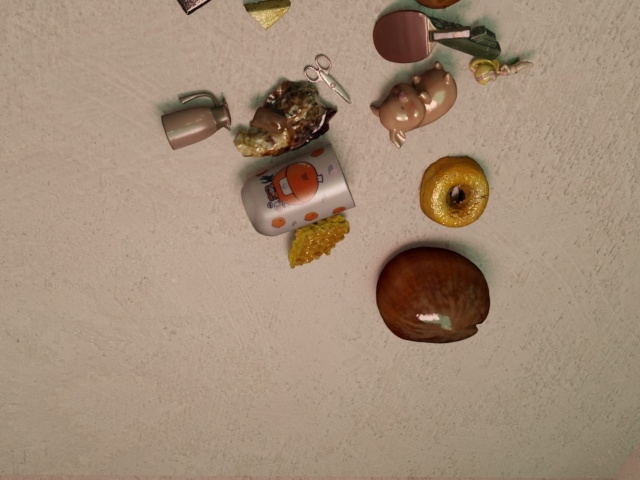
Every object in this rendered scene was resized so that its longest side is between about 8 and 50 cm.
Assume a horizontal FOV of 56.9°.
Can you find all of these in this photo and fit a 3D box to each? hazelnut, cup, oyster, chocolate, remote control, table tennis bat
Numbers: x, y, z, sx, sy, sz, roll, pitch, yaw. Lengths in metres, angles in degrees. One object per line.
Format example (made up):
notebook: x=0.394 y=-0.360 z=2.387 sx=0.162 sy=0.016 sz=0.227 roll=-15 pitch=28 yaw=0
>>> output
hazelnut: x=0.402 y=0.214 z=2.119 sx=0.410 sy=0.359 sz=0.359 roll=7 pitch=123 yaw=-5
cup: x=-0.074 y=-0.145 z=1.844 sx=0.318 sy=0.212 sz=0.212 roll=-22 pitch=125 yaw=6
oyster: x=-0.098 y=-0.349 z=1.768 sx=0.276 sy=0.100 sz=0.270 roll=16 pitch=105 yaw=-15
chocolate: x=-0.149 y=-0.345 z=1.708 sx=0.101 sy=0.031 sz=0.064 roll=25 pitch=101 yaw=6
remote control: x=-0.267 y=-0.680 z=1.552 sx=0.245 sy=0.025 sz=0.063 roll=-29 pitch=128 yaw=10
table tennis bat: x=0.283 y=-0.577 z=1.667 sx=0.275 sy=0.021 sz=0.154 roll=2 pitch=131 yaw=18

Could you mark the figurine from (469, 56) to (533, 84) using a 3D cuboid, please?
figurine: x=0.545 y=-0.524 z=1.789 sx=0.188 sy=0.083 sz=0.083 roll=-10 pitch=126 yaw=4

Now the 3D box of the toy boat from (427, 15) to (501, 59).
toy boat: x=0.407 y=-0.595 z=1.703 sx=0.261 sy=0.078 sz=0.085 roll=14 pitch=140 yaw=-16

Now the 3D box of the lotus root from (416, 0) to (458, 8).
lotus root: x=0.325 y=-0.705 z=1.556 sx=0.188 sy=0.180 sz=0.199 roll=11 pitch=121 yaw=-22

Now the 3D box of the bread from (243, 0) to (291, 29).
bread: x=-0.138 y=-0.626 z=1.575 sx=0.109 sy=0.084 sz=0.080 roll=-38 pitch=124 yaw=16

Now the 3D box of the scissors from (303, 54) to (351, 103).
scissors: x=0.032 y=-0.467 z=1.755 sx=0.085 sy=0.022 sz=0.176 roll=-42 pitch=118 yaw=14

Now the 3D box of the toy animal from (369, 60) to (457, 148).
toy animal: x=0.287 y=-0.412 z=1.765 sx=0.250 sy=0.166 sz=0.154 roll=-29 pitch=137 yaw=5

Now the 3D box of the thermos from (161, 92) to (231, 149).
thermos: x=-0.359 y=-0.357 z=1.719 sx=0.193 sy=0.105 sz=0.137 roll=-18 pitch=94 yaw=-3

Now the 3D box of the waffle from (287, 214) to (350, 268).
waffle: x=0.000 y=0.000 z=2.010 sx=0.219 sy=0.057 sz=0.229 roll=-21 pitch=154 yaw=-29

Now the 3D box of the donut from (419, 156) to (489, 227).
donut: x=0.454 y=-0.161 z=2.000 sx=0.254 sy=0.118 sz=0.253 roll=-3 pitch=110 yaw=-8
